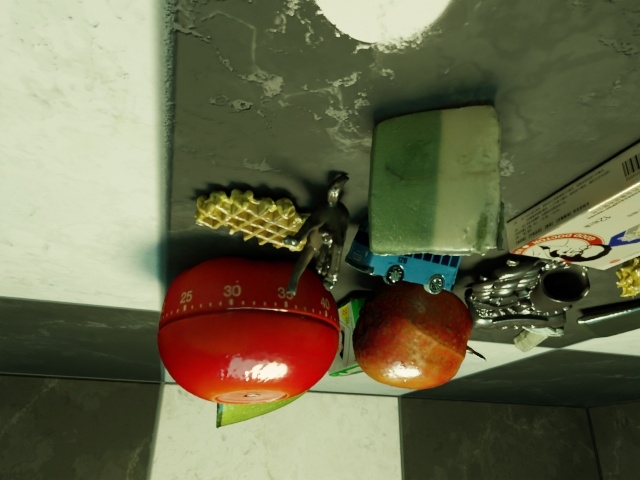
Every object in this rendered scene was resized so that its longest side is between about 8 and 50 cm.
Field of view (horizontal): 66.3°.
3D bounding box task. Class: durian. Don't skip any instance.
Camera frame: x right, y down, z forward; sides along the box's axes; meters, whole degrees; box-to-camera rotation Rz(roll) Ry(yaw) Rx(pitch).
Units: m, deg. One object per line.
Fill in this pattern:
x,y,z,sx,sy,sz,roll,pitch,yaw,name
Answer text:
0.592,0.019,0.855,0.141,0.078,0.224,-19,150,-19,durian

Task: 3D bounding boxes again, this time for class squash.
-0.136,0.367,1.389,0.309,0.309,0.310,4,155,-12,squash

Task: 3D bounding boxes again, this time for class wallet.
0.812,0.195,1.273,0.245,0.052,0.169,-24,145,35,wallet

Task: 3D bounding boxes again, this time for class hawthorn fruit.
0.225,0.210,1.056,0.301,0.253,0.254,22,153,-1,hawthorn fruit

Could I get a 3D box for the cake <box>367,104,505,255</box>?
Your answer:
0.169,-0.087,0.687,0.158,0.171,0.284,0,-171,18,cake

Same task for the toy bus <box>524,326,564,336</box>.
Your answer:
0.544,0.188,1.225,0.089,0.087,0.194,-12,153,40,toy bus

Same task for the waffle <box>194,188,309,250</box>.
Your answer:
-0.110,-0.032,0.818,0.192,0.046,0.160,3,155,-3,waffle

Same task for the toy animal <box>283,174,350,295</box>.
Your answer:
0.000,0.000,0.791,0.085,0.148,0.232,10,143,6,toy animal

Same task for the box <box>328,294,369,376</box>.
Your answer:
0.091,0.253,1.271,0.103,0.179,0.250,-2,159,-20,box

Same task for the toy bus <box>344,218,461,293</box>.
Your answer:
0.146,0.025,0.855,0.185,0.106,0.090,13,-173,-25,toy bus

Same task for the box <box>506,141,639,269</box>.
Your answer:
0.480,-0.055,0.728,0.215,0.069,0.353,10,155,-18,box

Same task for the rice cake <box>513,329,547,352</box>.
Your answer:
0.635,0.284,1.466,0.057,0.052,0.256,26,160,17,rice cake

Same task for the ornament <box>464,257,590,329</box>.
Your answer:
0.429,0.093,1.022,0.252,0.106,0.260,-5,149,8,ornament

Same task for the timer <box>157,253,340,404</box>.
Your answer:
-0.147,0.195,1.040,0.379,0.278,0.378,-1,153,-1,timer
